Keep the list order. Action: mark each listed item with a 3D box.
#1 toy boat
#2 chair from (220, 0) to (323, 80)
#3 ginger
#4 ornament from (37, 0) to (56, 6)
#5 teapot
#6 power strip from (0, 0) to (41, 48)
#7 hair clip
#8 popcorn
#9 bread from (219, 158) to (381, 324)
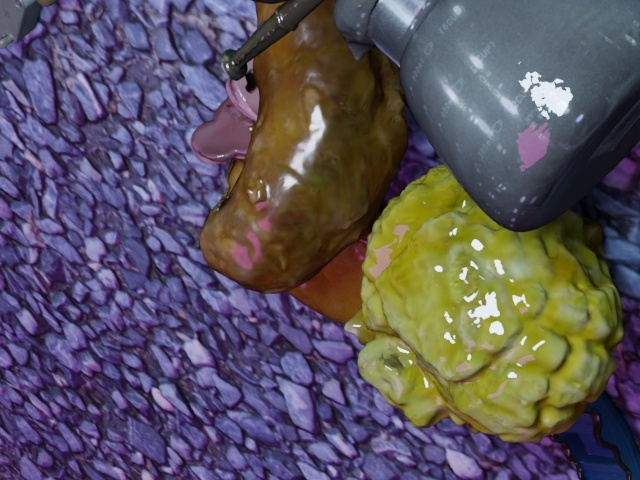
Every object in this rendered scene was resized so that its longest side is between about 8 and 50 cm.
[{"bbox_3d":[0.270,0.210,1.882,0.075,0.077,0.185,1,126,46],"label":"toy boat"},{"bbox_3d":[-0.041,-0.367,1.322,0.410,0.364,0.362,-19,77,32],"label":"chair"},{"bbox_3d":[-0.004,-0.104,1.710,0.172,0.321,0.165,13,175,-1],"label":"ginger"},{"bbox_3d":[-0.280,-0.373,1.860,0.230,0.061,0.245,54,145,-9],"label":"ornament"},{"bbox_3d":[0.146,-0.193,1.487,0.285,0.223,0.305,43,148,15],"label":"teapot"},{"bbox_3d":[-0.397,-0.327,2.025,0.215,0.061,0.145,40,146,6],"label":"power strip"},{"bbox_3d":[-0.045,-0.113,1.844,0.138,0.123,0.102,33,150,-8],"label":"hair clip"},{"bbox_3d":[0.151,0.057,1.687,0.270,0.258,0.224,14,175,38],"label":"popcorn"},{"bbox_3d":[0.000,0.000,1.939,0.233,0.088,0.161,36,149,9],"label":"bread"}]
